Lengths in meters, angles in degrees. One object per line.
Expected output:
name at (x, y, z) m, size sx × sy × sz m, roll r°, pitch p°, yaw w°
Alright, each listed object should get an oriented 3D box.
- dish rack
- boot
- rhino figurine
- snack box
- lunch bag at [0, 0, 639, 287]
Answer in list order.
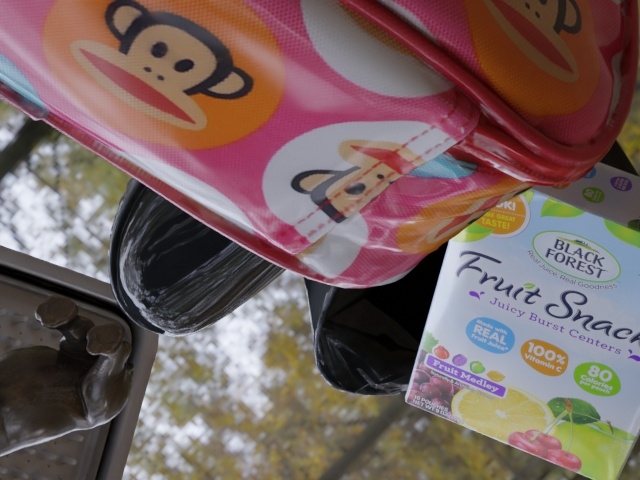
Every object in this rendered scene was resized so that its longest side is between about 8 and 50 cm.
dish rack at (-0.319, 0.180, 1.376) m, size 0.286 × 0.332 × 0.072 m, roll 23°, pitch 167°, yaw -36°
boot at (0.001, -0.002, 0.970) m, size 0.146 × 0.367 × 0.445 m, roll 37°, pitch -170°, yaw -23°
rhino figurine at (-0.245, 0.120, 1.008) m, size 0.106 × 0.243 × 0.073 m, roll 75°, pitch 174°, yaw -56°
snack box at (0.097, 0.030, 0.585) m, size 0.100 × 0.141 × 0.037 m, roll 21°, pitch -136°, yaw 10°
lunch bag at (-0.033, -0.152, 0.426) m, size 0.293 × 0.120 × 0.258 m, roll 31°, pitch -131°, yaw -26°
